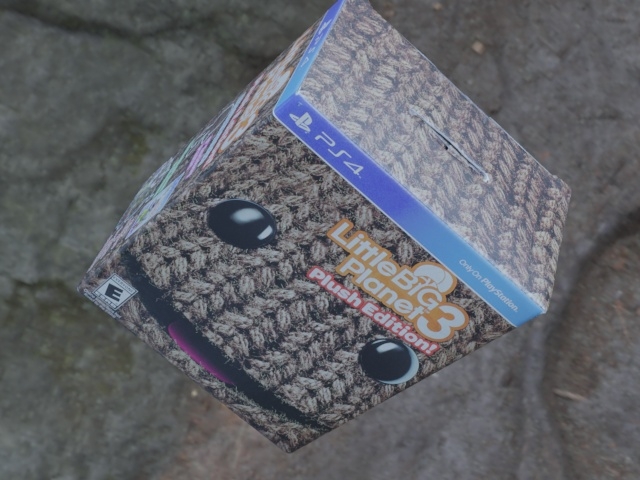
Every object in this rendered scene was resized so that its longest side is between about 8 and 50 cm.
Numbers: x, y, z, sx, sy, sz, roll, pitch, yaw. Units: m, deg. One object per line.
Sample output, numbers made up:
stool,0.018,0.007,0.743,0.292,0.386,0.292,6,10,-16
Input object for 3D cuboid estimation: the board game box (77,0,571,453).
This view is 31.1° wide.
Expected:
board game box,0.000,0.000,0.883,0.291,0.232,0.141,-37,20,40
